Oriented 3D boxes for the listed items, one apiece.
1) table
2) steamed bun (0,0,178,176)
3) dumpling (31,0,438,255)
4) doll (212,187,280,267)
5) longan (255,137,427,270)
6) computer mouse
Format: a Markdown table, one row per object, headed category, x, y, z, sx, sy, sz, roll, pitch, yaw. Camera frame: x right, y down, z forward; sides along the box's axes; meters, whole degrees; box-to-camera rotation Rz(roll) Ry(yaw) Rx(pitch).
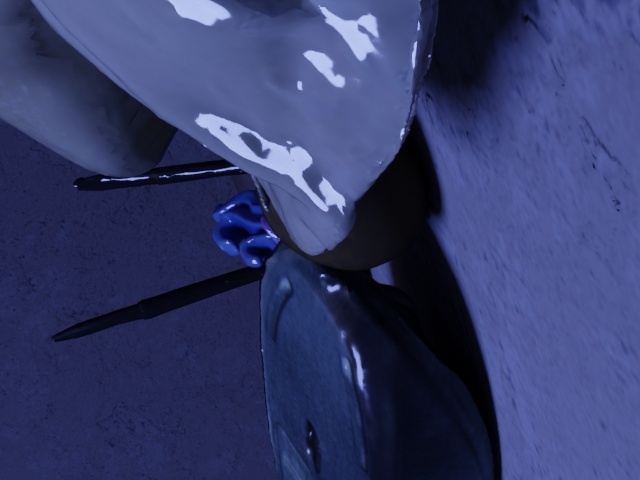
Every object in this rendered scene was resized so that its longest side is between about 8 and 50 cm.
| category | x | y | z | sx | sy | sz | roll | pitch | yaw |
| --- | --- | --- | --- | --- | --- | --- | --- | --- | --- |
| table | -0.162 | -0.053 | 1.135 | 0.317 | 0.249 | 0.317 | -7 | -90 | -89 |
| steamed bun | -0.203 | -0.248 | 0.667 | 0.368 | 0.255 | 0.343 | 76 | -154 | -60 |
| dumpling | -0.043 | -0.150 | 0.424 | 0.260 | 0.181 | 0.341 | -145 | 56 | -64 |
| doll | -0.025 | -0.020 | 0.860 | 0.205 | 0.110 | 0.067 | -3 | 140 | 47 |
| longan | 0.018 | -0.031 | 0.642 | 0.119 | 0.106 | 0.106 | 18 | -142 | -45 |
| computer mouse | 0.039 | 0.129 | 0.800 | 0.203 | 0.114 | 0.374 | 53 | 156 | 35 |
